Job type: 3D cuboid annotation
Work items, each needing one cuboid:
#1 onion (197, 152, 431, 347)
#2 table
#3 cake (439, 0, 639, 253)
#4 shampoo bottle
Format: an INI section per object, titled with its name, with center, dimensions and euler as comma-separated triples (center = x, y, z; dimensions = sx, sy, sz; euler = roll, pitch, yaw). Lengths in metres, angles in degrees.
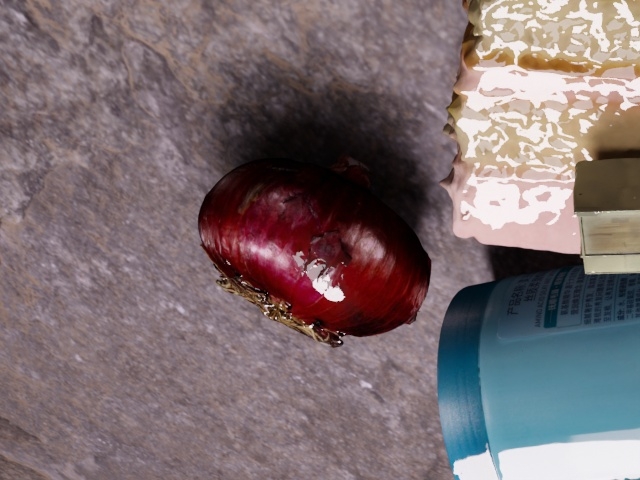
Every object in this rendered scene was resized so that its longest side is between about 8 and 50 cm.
[onion]
center = 0.000, 0.000, 1.332
dimensions = 0.314, 0.232, 0.314
euler = 29, 176, 2
[table]
center = 0.261, -0.021, 0.918
dimensions = 0.079, 0.062, 0.083
euler = -1, 138, 18
[cake]
center = 0.269, -0.173, 1.017
dimensions = 0.293, 0.314, 0.306
euler = 10, 131, 11
[shampoo bottle]
center = 0.364, 0.185, 1.287
dimensions = 0.343, 0.331, 0.331
euler = -13, 124, 29
